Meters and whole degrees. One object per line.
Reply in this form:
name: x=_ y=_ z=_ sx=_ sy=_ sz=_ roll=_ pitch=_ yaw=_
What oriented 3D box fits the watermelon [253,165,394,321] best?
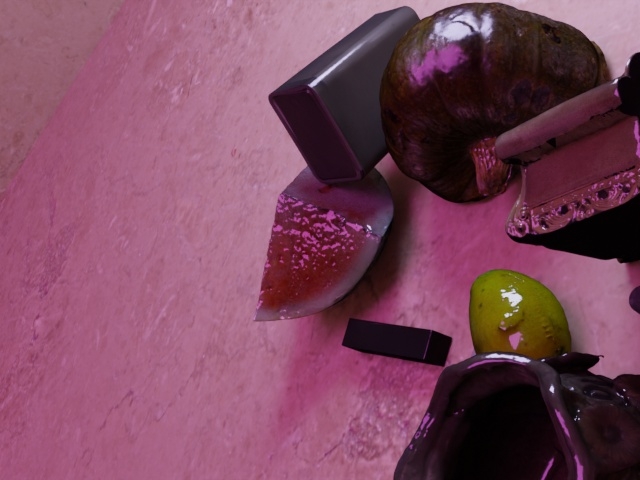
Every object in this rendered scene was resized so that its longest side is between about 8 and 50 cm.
watermelon: x=0.000 y=0.000 z=1.869 sx=0.256 sy=0.176 sz=0.260 roll=-131 pitch=52 yaw=-64

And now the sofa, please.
sofa: x=0.340 y=-0.094 z=1.370 sx=0.200 sy=0.258 sz=0.182 roll=-27 pitch=63 yaw=45

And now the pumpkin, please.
pumpkin: x=0.197 y=-0.183 z=1.654 sx=0.325 sy=0.232 sz=0.242 roll=-38 pitch=44 yaw=41

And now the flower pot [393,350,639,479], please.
flower pot: x=0.244 y=0.251 z=1.316 sx=0.302 sy=0.213 sz=0.302 roll=-32 pitch=46 yaw=41

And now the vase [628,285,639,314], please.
vase: x=0.409 y=0.097 z=1.322 sx=0.060 sy=0.060 sz=0.211 roll=-62 pitch=34 yaw=6

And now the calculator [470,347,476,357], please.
calculator: x=0.225 y=0.167 z=1.570 sx=0.095 sy=0.021 sz=0.153 roll=-14 pitch=58 yaw=50

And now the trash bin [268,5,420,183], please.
trash bin: x=0.066 y=-0.223 z=1.828 sx=0.240 sy=0.164 sz=0.122 roll=-44 pitch=23 yaw=-28

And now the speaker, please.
speaker: x=0.105 y=0.144 z=1.737 sx=0.191 sy=0.040 sz=0.046 roll=3 pitch=73 yaw=55

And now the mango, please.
mango: x=0.238 y=0.101 z=1.509 sx=0.119 sy=0.100 sz=0.178 roll=-27 pitch=44 yaw=1
